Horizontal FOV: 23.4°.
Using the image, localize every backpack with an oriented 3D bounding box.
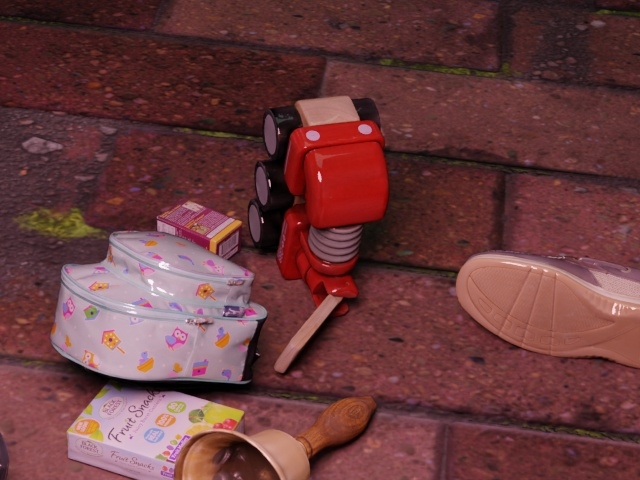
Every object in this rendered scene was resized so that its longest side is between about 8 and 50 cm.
[{"bbox_3d":[-0.164,0.069,1.511,0.188,0.144,0.166,-5,22,-40],"label":"backpack"}]

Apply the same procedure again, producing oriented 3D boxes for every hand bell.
[{"bbox_3d":[-0.014,0.193,1.446,0.126,0.126,0.242,24,27,26],"label":"hand bell"}]

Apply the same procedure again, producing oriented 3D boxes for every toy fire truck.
[{"bbox_3d":[0.000,0.000,1.631,0.159,0.217,0.246,-8,51,-18],"label":"toy fire truck"}]

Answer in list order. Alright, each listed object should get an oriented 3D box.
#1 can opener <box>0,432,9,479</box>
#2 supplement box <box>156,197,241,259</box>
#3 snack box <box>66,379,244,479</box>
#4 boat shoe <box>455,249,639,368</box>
[{"bbox_3d":[-0.297,0.242,1.361,0.059,0.073,0.186,-3,43,-25],"label":"can opener"},{"bbox_3d":[-0.138,-0.007,1.756,0.083,0.043,0.055,23,39,24],"label":"supplement box"},{"bbox_3d":[-0.156,0.185,1.475,0.141,0.037,0.100,14,34,16],"label":"snack box"},{"bbox_3d":[0.287,0.066,1.656,0.285,0.102,0.092,13,30,5],"label":"boat shoe"}]
